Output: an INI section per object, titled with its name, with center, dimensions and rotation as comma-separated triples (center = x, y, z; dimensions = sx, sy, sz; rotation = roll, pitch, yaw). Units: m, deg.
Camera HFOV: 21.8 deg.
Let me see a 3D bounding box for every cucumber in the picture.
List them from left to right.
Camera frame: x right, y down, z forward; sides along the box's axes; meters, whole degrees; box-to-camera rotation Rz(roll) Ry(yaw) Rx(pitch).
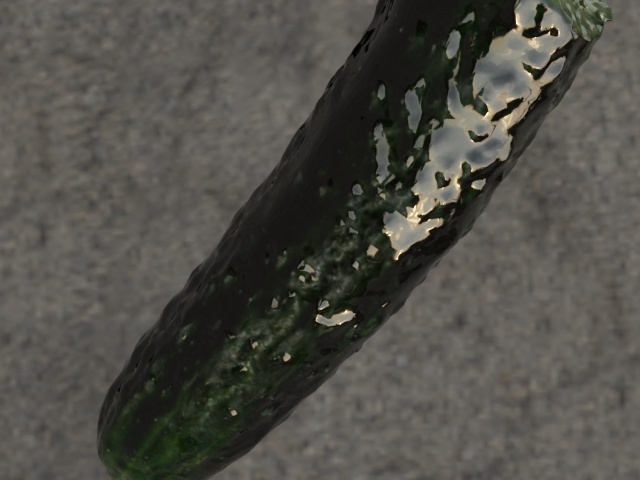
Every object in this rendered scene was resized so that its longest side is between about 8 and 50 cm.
[cucumber]
center = 0.000, 0.000, 0.433
dimensions = 0.058, 0.215, 0.052
rotation = 19, 36, -26
